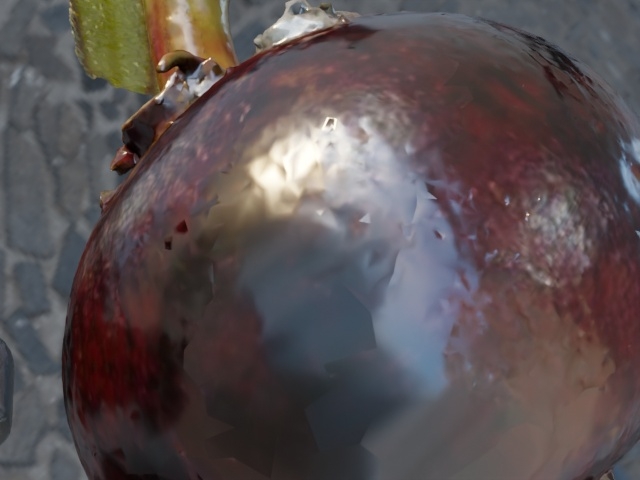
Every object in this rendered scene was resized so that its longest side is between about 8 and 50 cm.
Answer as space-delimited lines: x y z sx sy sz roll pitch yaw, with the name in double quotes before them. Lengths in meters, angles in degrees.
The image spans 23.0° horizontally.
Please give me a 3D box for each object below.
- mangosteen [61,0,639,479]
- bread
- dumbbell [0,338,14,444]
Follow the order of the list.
"mangosteen" 0.000 0.000 0.563 0.235 0.235 0.261 -23 73 -49
"bread" -0.110 -0.244 1.180 0.111 0.184 0.234 13 63 3
"dumbbell" -0.336 0.225 1.173 0.204 0.204 0.322 16 58 -34
